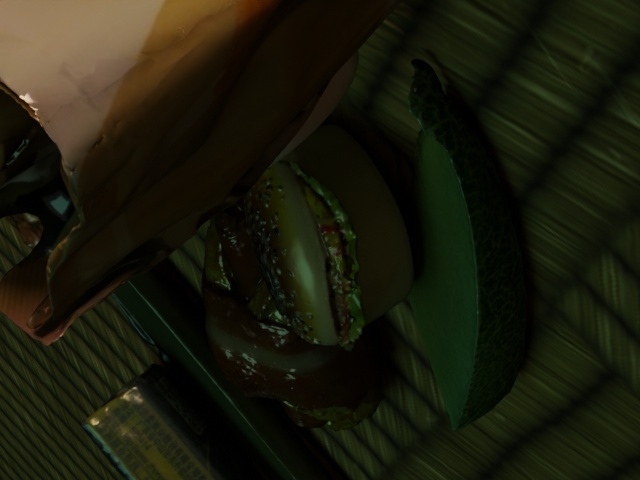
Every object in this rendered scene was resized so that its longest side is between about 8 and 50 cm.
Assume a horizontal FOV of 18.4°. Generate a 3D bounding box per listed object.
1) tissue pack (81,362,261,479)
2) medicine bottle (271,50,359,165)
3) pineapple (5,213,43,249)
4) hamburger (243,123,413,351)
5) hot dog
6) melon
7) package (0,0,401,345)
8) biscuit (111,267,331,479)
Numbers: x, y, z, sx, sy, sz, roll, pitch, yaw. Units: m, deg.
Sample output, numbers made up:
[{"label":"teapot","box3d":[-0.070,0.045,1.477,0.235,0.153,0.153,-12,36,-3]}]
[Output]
[{"label":"tissue pack","box3d":[-0.084,0.221,1.656,0.257,0.081,0.185,50,180,0]},{"label":"medicine bottle","box3d":[-0.143,-0.206,0.943,0.213,0.213,0.378,15,141,55]},{"label":"pineapple","box3d":[-0.147,-0.125,1.213,0.158,0.158,0.278,30,139,40]},{"label":"hamburger","box3d":[0.000,0.000,1.150,0.141,0.081,0.126,53,161,41]},{"label":"hot dog","box3d":[-0.026,0.056,1.313,0.123,0.093,0.261,27,149,43]},{"label":"melon","box3d":[0.076,-0.003,1.115,0.261,0.053,0.114,82,162,-48]},{"label":"package","box3d":[-0.017,-0.106,0.733,0.221,0.311,0.165,26,147,42]},{"label":"biscuit","box3d":[-0.067,0.133,1.589,0.322,0.038,0.099,51,163,-5]}]
